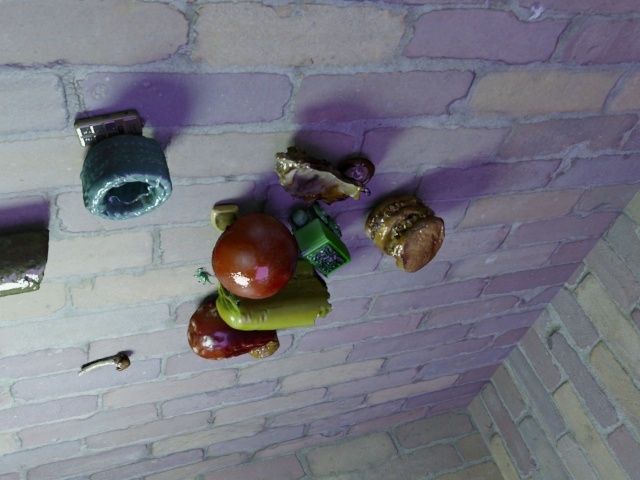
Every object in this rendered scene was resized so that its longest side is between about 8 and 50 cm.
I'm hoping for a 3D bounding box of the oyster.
[{"bbox_3d":[-0.028,-0.184,1.857,0.361,0.096,0.221,19,149,-41],"label":"oyster"}]

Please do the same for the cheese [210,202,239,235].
[{"bbox_3d":[-0.298,-0.046,1.943,0.086,0.036,0.163,-8,140,-19],"label":"cheese"}]

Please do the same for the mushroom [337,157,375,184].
[{"bbox_3d":[0.109,-0.215,1.946,0.123,0.052,0.123,-10,141,-8],"label":"mushroom"}]

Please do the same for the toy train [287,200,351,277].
[{"bbox_3d":[0.000,0.000,2.040,0.132,0.188,0.243,-32,144,12],"label":"toy train"}]

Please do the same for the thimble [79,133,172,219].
[{"bbox_3d":[-0.496,-0.157,1.583,0.235,0.143,0.198,-23,153,5],"label":"thimble"}]

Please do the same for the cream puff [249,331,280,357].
[{"bbox_3d":[-0.232,0.392,2.455,0.143,0.126,0.103,-23,129,-16],"label":"cream puff"}]

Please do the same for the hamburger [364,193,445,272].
[{"bbox_3d":[0.288,-0.034,2.137,0.260,0.211,0.245,-1,131,-36],"label":"hamburger"}]

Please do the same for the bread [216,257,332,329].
[{"bbox_3d":[-0.175,0.185,2.138,0.376,0.251,0.208,0,154,-33],"label":"bread"}]

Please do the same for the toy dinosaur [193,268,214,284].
[{"bbox_3d":[-0.390,0.120,2.114,0.083,0.021,0.062,4,123,-31],"label":"toy dinosaur"}]

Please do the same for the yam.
[{"bbox_3d":[-0.867,0.071,1.668,0.304,0.168,0.168,-10,142,-17],"label":"yam"}]

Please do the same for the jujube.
[{"bbox_3d":[-0.314,0.313,2.248,0.317,0.223,0.223,-4,139,-31],"label":"jujube"}]

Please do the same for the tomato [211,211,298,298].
[{"bbox_3d":[-0.189,0.051,1.910,0.264,0.265,0.265,-15,143,-12],"label":"tomato"}]

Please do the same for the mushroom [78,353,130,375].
[{"bbox_3d":[-0.786,0.458,2.292,0.186,0.060,0.061,-11,157,-4],"label":"mushroom"}]

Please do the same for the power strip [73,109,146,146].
[{"bbox_3d":[-0.512,-0.275,1.545,0.168,0.028,0.076,-14,142,-13],"label":"power strip"}]
